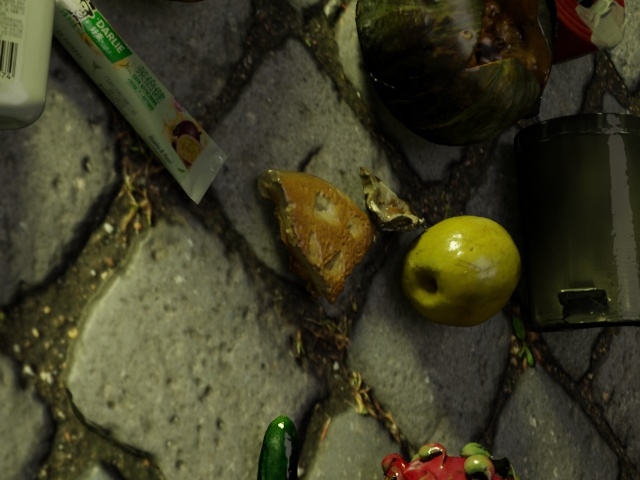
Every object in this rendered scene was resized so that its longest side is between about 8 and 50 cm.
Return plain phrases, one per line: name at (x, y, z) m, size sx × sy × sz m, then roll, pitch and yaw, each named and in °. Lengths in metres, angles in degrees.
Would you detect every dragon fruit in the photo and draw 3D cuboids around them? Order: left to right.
dragon fruit at (0.166, 0.373, 1.379) m, size 0.198 × 0.218 × 0.272 m, roll -15°, pitch 98°, yaw -2°

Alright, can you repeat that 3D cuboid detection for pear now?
pear at (0.187, 0.041, 1.498) m, size 0.162 × 0.149 × 0.149 m, roll -13°, pitch 90°, yaw -40°

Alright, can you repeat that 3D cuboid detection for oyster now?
oyster at (0.090, -0.041, 1.482) m, size 0.148 × 0.051 × 0.103 m, roll 22°, pitch 31°, yaw -48°

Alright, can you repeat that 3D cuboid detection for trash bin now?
trash bin at (0.400, -0.017, 1.694) m, size 0.252 × 0.203 × 0.301 m, roll 18°, pitch 66°, yaw -62°

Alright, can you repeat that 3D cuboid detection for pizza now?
pizza at (0.000, 0.000, 1.387) m, size 0.182 × 0.062 × 0.161 m, roll 10°, pitch 66°, yaw -49°

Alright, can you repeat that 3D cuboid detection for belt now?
belt at (0.362, -0.410, 1.818) m, size 0.324 × 0.115 × 0.227 m, roll 43°, pitch 55°, yaw -28°

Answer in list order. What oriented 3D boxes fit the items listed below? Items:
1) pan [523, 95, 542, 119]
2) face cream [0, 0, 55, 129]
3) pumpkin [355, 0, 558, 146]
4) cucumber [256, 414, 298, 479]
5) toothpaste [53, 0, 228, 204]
pan at (0.298, -0.286, 1.735) m, size 0.128 × 0.048 × 0.202 m, roll -30°, pitch 118°, yaw -61°
face cream at (-0.322, -0.250, 1.082) m, size 0.144 × 0.071 × 0.291 m, roll 3°, pitch 75°, yaw -12°
pumpkin at (0.183, -0.278, 1.542) m, size 0.320 × 0.192 × 0.320 m, roll 17°, pitch 66°, yaw -43°
cucumber at (-0.048, 0.335, 1.253) m, size 0.056 × 0.056 × 0.284 m, roll 14°, pitch 75°, yaw -43°
toothpaste at (-0.212, -0.173, 1.218) m, size 0.058 × 0.056 × 0.314 m, roll -39°, pitch 118°, yaw 4°
